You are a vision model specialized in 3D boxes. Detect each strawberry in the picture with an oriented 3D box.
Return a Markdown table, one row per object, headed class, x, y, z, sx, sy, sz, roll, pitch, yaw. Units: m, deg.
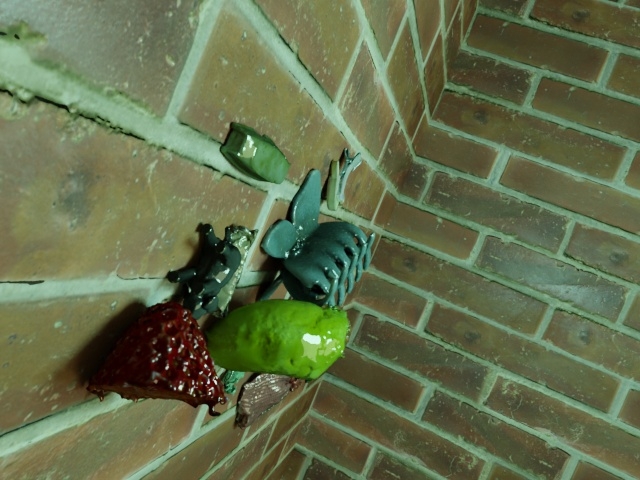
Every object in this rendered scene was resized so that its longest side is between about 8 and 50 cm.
| class | x | y | z | sx | sy | sz | roll | pitch | yaw |
| --- | --- | --- | --- | --- | --- | --- | --- | --- | --- |
| strawberry | -0.261 | 0.198 | 0.894 | 0.234 | 0.234 | 0.177 | 79 | 16 | -66 |

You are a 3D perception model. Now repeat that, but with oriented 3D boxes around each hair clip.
| class | x | y | z | sx | sy | sz | roll | pitch | yaw |
| --- | --- | --- | --- | --- | --- | --- | --- | --- | --- |
| hair clip | -0.006 | 0.050 | 1.493 | 0.318 | 0.239 | 0.392 | -48 | 157 | -46 |
| hair clip | 0.066 | -0.202 | 1.693 | 0.159 | 0.071 | 0.218 | 57 | 51 | -66 |

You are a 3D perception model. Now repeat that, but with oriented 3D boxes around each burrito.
| class | x | y | z | sx | sy | sz | roll | pitch | yaw |
| --- | --- | --- | --- | --- | --- | --- | --- | --- | --- |
| burrito | -0.205 | 0.071 | 1.163 | 0.229 | 0.058 | 0.063 | -67 | 171 | 10 |

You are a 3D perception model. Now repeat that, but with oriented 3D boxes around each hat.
| class | x | y | z | sx | sy | sz | roll | pitch | yaw |
| --- | --- | --- | --- | --- | --- | --- | --- | --- | --- |
| hat | -0.182 | 0.532 | 1.838 | 0.286 | 0.107 | 0.236 | -23 | 140 | -36 |

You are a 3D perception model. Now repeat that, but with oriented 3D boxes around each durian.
| class | x | y | z | sx | sy | sz | roll | pitch | yaw |
| --- | --- | --- | --- | --- | --- | --- | --- | --- | --- |
| durian | -0.112 | 0.253 | 1.288 | 0.340 | 0.204 | 0.256 | 16 | 140 | -43 |

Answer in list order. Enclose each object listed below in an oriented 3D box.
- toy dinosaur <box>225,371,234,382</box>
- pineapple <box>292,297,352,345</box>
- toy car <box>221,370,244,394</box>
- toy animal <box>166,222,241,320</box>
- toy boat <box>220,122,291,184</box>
| class | x | y | z | sx | sy | sz | roll | pitch | yaw |
| --- | --- | --- | --- | --- | --- | --- | --- | --- | --- |
| toy dinosaur | -0.224 | 0.299 | 1.486 | 0.212 | 0.057 | 0.142 | -52 | -177 | -11 |
| pineapple | -0.045 | 0.301 | 1.847 | 0.357 | 0.223 | 0.222 | 26 | 87 | -57 |
| toy car | -0.240 | 0.379 | 1.511 | 0.143 | 0.054 | 0.073 | -49 | 159 | -47 |
| toy animal | -0.239 | 0.093 | 1.015 | 0.269 | 0.082 | 0.137 | -65 | 165 | -12 |
| toy boat | -0.119 | -0.171 | 1.094 | 0.093 | 0.055 | 0.293 | -64 | 165 | 1 |
